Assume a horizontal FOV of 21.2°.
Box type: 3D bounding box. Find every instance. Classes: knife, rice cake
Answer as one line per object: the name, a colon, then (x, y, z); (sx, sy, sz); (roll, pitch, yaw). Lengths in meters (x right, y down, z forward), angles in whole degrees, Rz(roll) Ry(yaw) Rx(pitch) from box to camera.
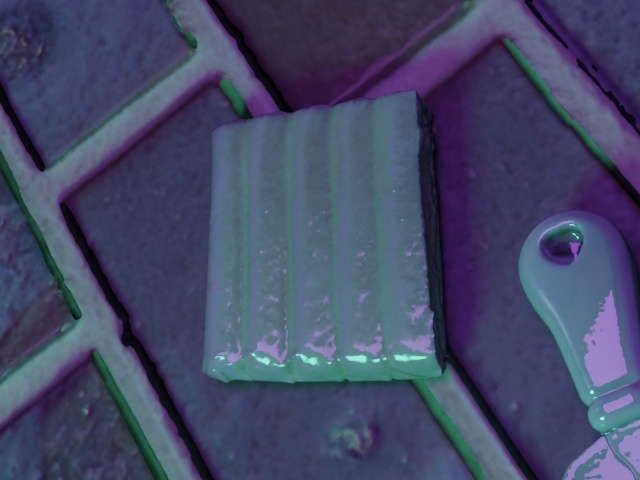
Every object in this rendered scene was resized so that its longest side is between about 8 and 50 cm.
knife: (0.176, 0.134, 0.999); (0.080, 0.044, 0.331); (-19, 64, 16)
rice cake: (0.000, 0.000, 1.146); (0.189, 0.037, 0.198); (-5, 66, 25)
